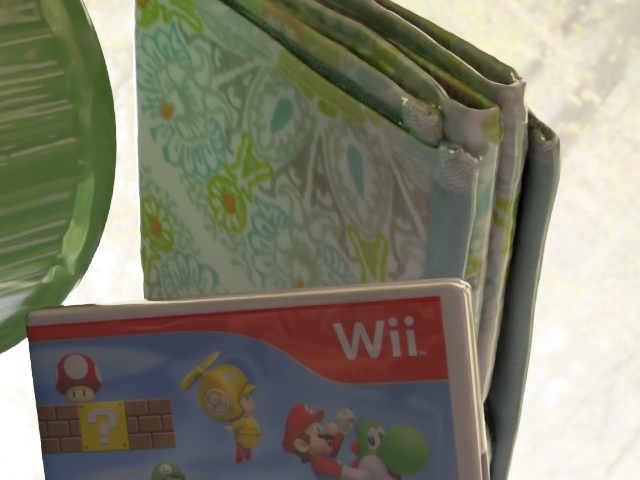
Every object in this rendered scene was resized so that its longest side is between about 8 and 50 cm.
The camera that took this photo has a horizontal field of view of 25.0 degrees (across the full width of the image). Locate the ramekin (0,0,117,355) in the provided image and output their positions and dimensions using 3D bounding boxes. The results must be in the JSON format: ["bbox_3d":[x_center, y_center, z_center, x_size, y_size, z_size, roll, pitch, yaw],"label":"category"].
[{"bbox_3d":[-0.275,-0.053,0.762,0.303,0.303,0.148,38,-158,9],"label":"ramekin"}]

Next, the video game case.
[{"bbox_3d":[-0.021,0.165,0.645,0.204,0.285,0.025,-5,-176,16],"label":"video game case"}]

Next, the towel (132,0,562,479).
[{"bbox_3d":[0.000,0.000,0.937,0.090,0.374,0.320,-25,-134,-33],"label":"towel"}]
